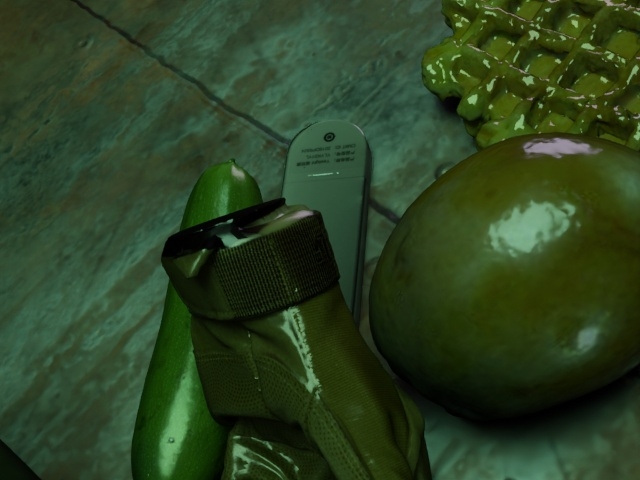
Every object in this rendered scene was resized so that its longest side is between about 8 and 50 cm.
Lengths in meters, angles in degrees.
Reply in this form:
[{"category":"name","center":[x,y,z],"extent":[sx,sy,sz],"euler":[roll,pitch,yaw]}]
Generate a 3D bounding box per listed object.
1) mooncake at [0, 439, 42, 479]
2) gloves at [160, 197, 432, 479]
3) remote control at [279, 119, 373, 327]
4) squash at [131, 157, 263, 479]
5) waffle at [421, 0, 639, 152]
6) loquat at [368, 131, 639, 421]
[{"category":"mooncake","center":[-0.331,0.165,0.678],"extent":[0.356,0.356,0.194],"euler":[26,62,31]},{"category":"gloves","center":[-0.007,0.136,0.696],"extent":[0.154,0.141,0.331],"euler":[-18,89,8]},{"category":"remote control","center":[0.000,0.000,0.877],"extent":[0.077,0.022,0.245],"euler":[-3,57,14]},{"category":"squash","center":[-0.086,0.071,0.821],"extent":[0.082,0.082,0.292],"euler":[-2,58,18]},{"category":"waffle","center":[0.244,-0.165,0.867],"extent":[0.325,0.068,0.302],"euler":[-16,56,16]},{"category":"loquat","center":[0.138,0.025,0.721],"extent":[0.227,0.179,0.179],"euler":[-29,53,10]}]
